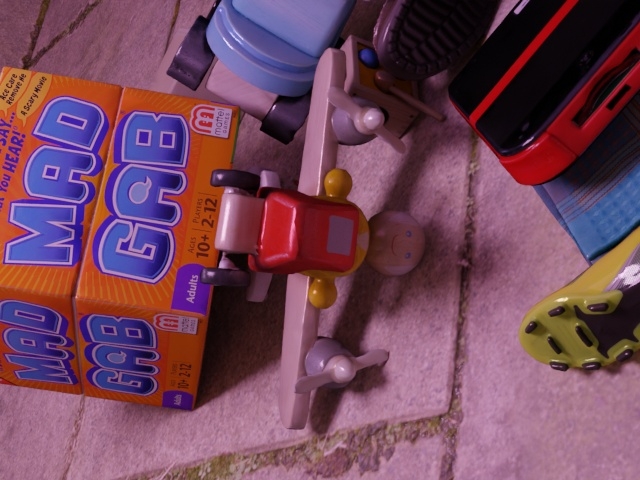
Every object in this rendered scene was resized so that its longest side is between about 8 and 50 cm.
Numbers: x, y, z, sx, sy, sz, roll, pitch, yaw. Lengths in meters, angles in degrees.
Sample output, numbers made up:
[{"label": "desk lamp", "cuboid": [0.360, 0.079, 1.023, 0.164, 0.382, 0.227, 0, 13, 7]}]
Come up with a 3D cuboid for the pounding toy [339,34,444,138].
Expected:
[{"label": "pounding toy", "cuboid": [0.092, -0.212, 1.512, 0.100, 0.130, 0.141, -50, 32, 43]}]

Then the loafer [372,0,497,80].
[{"label": "loafer", "cuboid": [0.187, -0.383, 1.501, 0.366, 0.133, 0.130, -57, 26, -8]}]

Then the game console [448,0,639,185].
[{"label": "game console", "cuboid": [0.315, -0.260, 1.223, 0.386, 0.060, 0.342, -50, 19, 14]}]

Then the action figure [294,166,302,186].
[{"label": "action figure", "cuboid": [-0.004, -0.090, 1.643, 0.115, 0.030, 0.038, 20, 79, 56]}]

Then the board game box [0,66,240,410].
[{"label": "board game box", "cuboid": [-0.332, 0.010, 1.615, 0.356, 0.356, 0.357, 107, 170, -59]}]

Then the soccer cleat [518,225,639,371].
[{"label": "soccer cleat", "cuboid": [0.318, 0.036, 1.047, 0.289, 0.093, 0.121, -42, 7, 38]}]

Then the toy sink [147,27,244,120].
[{"label": "toy sink", "cuboid": [-0.238, -0.259, 1.991, 0.131, 0.152, 0.234, 24, 88, 59]}]

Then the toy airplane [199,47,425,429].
[{"label": "toy airplane", "cuboid": [0.000, 0.000, 1.399, 0.384, 0.272, 0.386, -84, -1, -47]}]

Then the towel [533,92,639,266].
[{"label": "towel", "cuboid": [0.368, -0.168, 1.144, 0.370, 0.040, 0.271, -49, 35, 21]}]

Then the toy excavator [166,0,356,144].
[{"label": "toy excavator", "cuboid": [0.002, -0.433, 1.611, 0.445, 0.222, 0.433, -50, 12, 45]}]

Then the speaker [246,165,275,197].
[{"label": "speaker", "cuboid": [-0.111, -0.052, 1.744, 0.055, 0.055, 0.136, -12, 57, 52]}]
